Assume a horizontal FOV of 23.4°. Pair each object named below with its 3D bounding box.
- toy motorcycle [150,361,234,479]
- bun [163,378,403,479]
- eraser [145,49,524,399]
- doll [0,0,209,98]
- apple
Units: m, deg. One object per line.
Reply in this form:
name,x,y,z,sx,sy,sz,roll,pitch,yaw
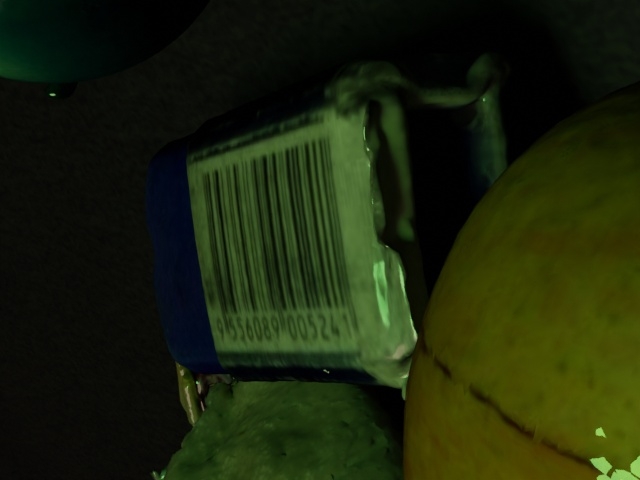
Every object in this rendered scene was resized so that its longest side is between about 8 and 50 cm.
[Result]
toy motorcycle,-0.084,0.166,1.245,0.129,0.094,0.229,31,143,38
bun,-0.001,0.224,0.995,0.282,0.204,0.281,56,180,0
eraser,0.000,0.000,0.821,0.332,0.101,0.155,170,93,-67
doll,-0.133,-0.208,0.736,0.186,0.198,0.322,23,134,23
apple,0.158,0.071,0.529,0.233,0.286,0.286,19,140,38
